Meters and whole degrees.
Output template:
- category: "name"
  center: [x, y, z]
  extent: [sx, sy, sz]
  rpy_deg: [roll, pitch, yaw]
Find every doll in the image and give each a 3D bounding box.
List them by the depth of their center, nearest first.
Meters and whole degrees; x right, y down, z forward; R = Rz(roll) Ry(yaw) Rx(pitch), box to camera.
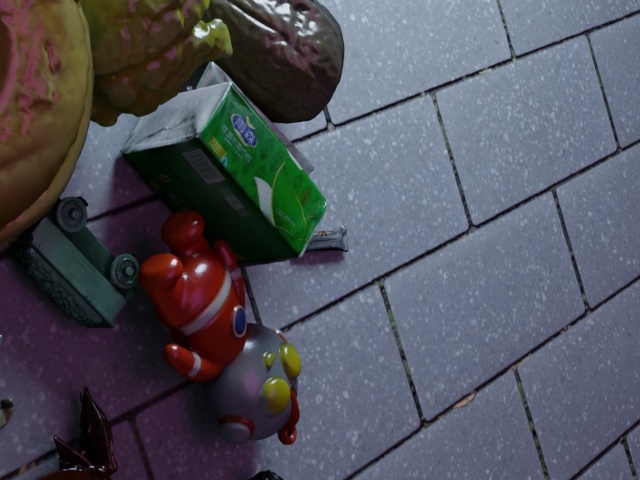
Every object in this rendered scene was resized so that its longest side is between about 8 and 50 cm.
- category: "doll"
  center: [-0.103, 0.126, 1.691]
  extent: [0.336, 0.105, 0.200]
  rpy_deg: [62, 32, -32]

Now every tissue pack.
- category: "tissue pack"
  center: [-0.102, -0.094, 1.725]
  extent: [0.209, 0.148, 0.156]
  rpy_deg: [49, 51, -30]

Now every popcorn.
- category: "popcorn"
  center: [-0.220, -0.251, 1.570]
  extent: [0.195, 0.255, 0.256]
  rpy_deg: [-12, 109, -87]

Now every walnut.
- category: "walnut"
  center: [-0.069, -0.248, 1.791]
  extent: [0.230, 0.178, 0.178]
  rpy_deg: [42, 52, -20]

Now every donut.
- category: "donut"
  center: [-0.409, -0.161, 1.330]
  extent: [0.449, 0.198, 0.449]
  rpy_deg: [2, 87, -39]

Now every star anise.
- category: "star anise"
  center: [-0.258, 0.281, 1.542]
  extent: [0.157, 0.053, 0.212]
  rpy_deg: [-33, 108, -47]

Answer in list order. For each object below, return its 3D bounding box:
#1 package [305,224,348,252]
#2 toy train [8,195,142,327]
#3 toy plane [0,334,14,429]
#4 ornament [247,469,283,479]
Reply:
- category: "package"
  center: [0.000, 0.000, 1.920]
  extent: [0.110, 0.015, 0.037]
  rpy_deg: [-4, 84, -50]
- category: "toy train"
  center: [-0.270, 0.022, 1.576]
  extent: [0.172, 0.070, 0.099]
  rpy_deg: [50, 57, -30]
- category: "toy plane"
  center: [-0.366, 0.195, 1.388]
  extent: [0.242, 0.104, 0.256]
  rpy_deg: [52, 50, -69]
- category: "ornament"
  center: [-0.021, 0.366, 1.743]
  extent: [0.153, 0.166, 0.196]
  rpy_deg: [-11, 76, -50]
